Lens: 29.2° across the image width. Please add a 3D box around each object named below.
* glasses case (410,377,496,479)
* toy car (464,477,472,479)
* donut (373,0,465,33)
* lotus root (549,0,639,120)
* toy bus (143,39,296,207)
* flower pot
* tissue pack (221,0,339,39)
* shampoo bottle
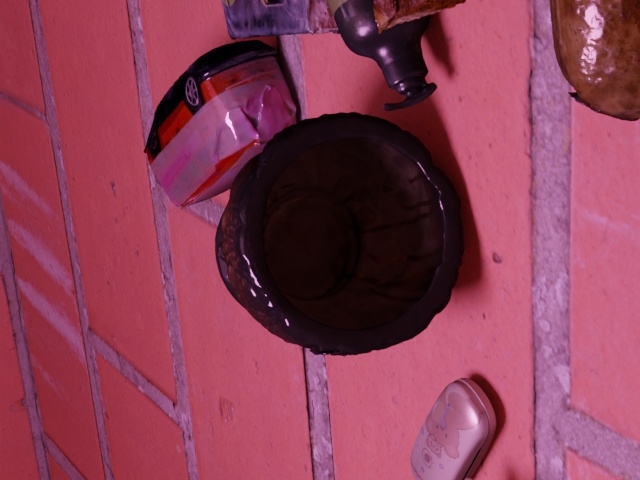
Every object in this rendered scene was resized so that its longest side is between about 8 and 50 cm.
[{"bbox_3d":[0.155,0.241,1.459,0.081,0.051,0.204,54,146,31],"label":"glasses case"},{"bbox_3d":[0.198,0.406,1.354,0.212,0.180,0.270,-131,36,-56],"label":"toy car"},{"bbox_3d":[0.137,-0.313,1.137,0.295,0.112,0.151,-27,76,61],"label":"donut"},{"bbox_3d":[0.244,-0.221,0.971,0.145,0.128,0.260,-122,29,-63],"label":"lotus root"},{"bbox_3d":[-0.139,-0.157,1.705,0.302,0.127,0.147,-31,82,60],"label":"toy bus"},{"bbox_3d":[0.000,0.000,1.423,0.267,0.266,0.267,169,85,-73],"label":"flower pot"},{"bbox_3d":[-0.053,-0.334,1.505,0.235,0.073,0.173,15,116,60],"label":"tissue pack"},{"bbox_3d":[0.053,-0.275,1.315,0.101,0.101,0.284,-36,73,61],"label":"shampoo bottle"}]
